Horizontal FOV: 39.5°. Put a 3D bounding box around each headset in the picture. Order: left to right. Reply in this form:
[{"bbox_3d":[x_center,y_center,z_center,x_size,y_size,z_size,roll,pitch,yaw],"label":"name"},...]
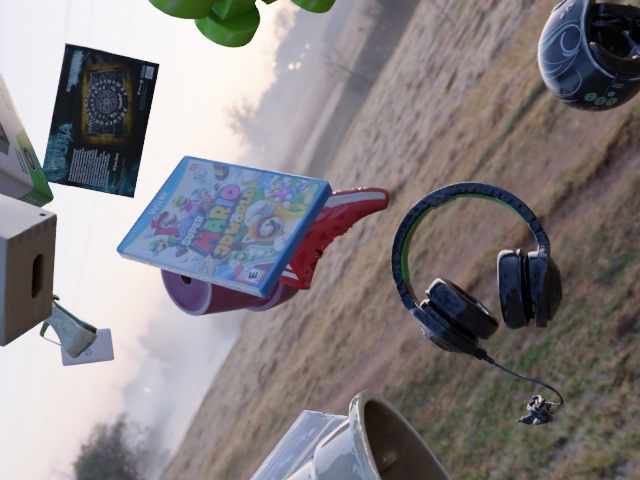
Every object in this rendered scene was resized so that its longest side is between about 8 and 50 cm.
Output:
[{"bbox_3d":[0.271,0.101,1.403,0.244,0.394,0.185,-26,-11,14],"label":"headset"}]

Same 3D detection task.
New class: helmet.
[{"bbox_3d":[0.377,-0.261,1.220,0.169,0.170,0.161,-65,7,-10],"label":"helmet"}]

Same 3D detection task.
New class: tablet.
[{"bbox_3d":[-0.373,0.170,1.421,0.006,0.083,0.054,-30,67,58],"label":"tablet"}]

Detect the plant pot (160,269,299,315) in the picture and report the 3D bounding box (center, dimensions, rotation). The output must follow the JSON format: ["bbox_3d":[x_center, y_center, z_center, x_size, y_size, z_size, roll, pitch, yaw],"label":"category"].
[{"bbox_3d":[-0.155,0.038,1.473,0.180,0.201,0.201,-22,-28,-45],"label":"plant pot"}]

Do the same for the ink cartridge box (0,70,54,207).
[{"bbox_3d":[-0.430,-0.137,0.973,0.122,0.211,0.289,-25,-10,0],"label":"ink cartridge box"}]

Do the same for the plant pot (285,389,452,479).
[{"bbox_3d":[0.002,0.360,0.818,0.306,0.333,0.334,-34,10,8],"label":"plant pot"}]

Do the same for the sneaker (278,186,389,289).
[{"bbox_3d":[0.000,0.000,1.268,0.087,0.221,0.128,175,84,-82],"label":"sneaker"}]

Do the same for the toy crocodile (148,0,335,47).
[{"bbox_3d":[-0.045,-0.293,0.914,0.341,0.105,0.115,-32,-14,-39],"label":"toy crocodile"}]

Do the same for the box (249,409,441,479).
[{"bbox_3d":[-0.047,0.426,1.265,0.395,0.097,0.318,-50,18,-24],"label":"box"}]

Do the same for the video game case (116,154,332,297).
[{"bbox_3d":[-0.086,-0.017,0.780,0.119,0.166,0.015,-59,-37,-26],"label":"video game case"}]

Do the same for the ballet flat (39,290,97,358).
[{"bbox_3d":[-0.349,0.092,1.128,0.052,0.168,0.057,-55,-34,-3],"label":"ballet flat"}]

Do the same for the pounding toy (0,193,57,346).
[{"bbox_3d":[-0.316,0.025,0.835,0.100,0.130,0.141,-44,-31,-60],"label":"pounding toy"}]

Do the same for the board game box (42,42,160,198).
[{"bbox_3d":[-0.294,-0.158,1.187,0.026,0.126,0.186,-164,85,-75],"label":"board game box"}]
